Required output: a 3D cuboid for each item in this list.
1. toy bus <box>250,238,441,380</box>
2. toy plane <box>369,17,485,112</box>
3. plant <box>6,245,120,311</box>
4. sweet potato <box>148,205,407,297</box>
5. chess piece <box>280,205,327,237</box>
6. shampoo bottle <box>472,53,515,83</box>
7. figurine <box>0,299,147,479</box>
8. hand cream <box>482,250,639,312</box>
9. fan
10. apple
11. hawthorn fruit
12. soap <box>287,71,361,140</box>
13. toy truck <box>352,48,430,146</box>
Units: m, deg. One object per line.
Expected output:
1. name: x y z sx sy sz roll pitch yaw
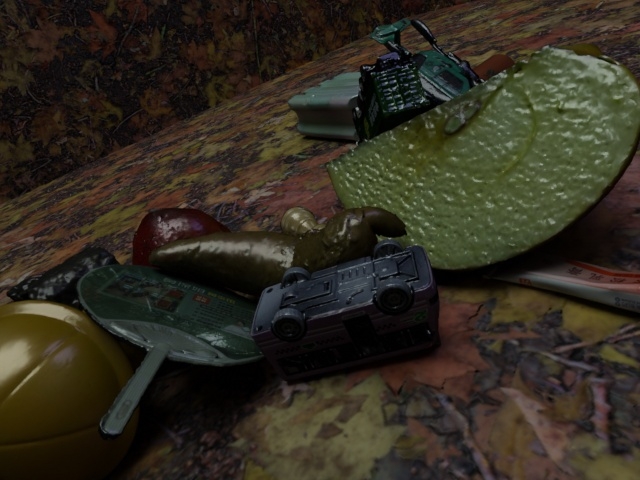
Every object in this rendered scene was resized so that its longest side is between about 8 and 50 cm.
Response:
1. toy bus: 0.030 0.072 0.445 0.178 0.098 0.087 -18 26 14
2. toy plane: 0.208 -0.329 0.880 0.155 0.106 0.381 -30 56 -8
3. plant: -0.351 0.107 0.606 0.142 0.131 0.203 8 38 47
4. sweet potato: -0.046 0.026 0.549 0.310 0.124 0.098 -5 51 20
5. chess piece: 0.001 0.000 0.639 0.060 0.060 0.172 -30 31 -16
6. shampoo bottle: 0.320 -0.312 0.949 0.244 0.085 0.085 -40 32 -25
7. figurine: -0.257 0.128 0.460 0.192 0.167 0.257 12 32 6
8. hand cream: 0.260 0.037 0.416 0.052 0.038 0.216 -5 12 -34
9. fan: -0.166 0.074 0.450 0.223 0.012 0.294 26 12 20
10. apple: 0.178 -0.087 0.534 0.346 0.179 0.254 -21 22 33
11. hawthorn fruit: -0.198 0.037 0.644 0.148 0.148 0.172 -10 59 22
12. soap: 0.096 -0.343 1.123 0.208 0.115 0.347 -34 30 -22
13. toy truck: 0.118 -0.241 0.834 0.088 0.121 0.259 -16 -7 -3
